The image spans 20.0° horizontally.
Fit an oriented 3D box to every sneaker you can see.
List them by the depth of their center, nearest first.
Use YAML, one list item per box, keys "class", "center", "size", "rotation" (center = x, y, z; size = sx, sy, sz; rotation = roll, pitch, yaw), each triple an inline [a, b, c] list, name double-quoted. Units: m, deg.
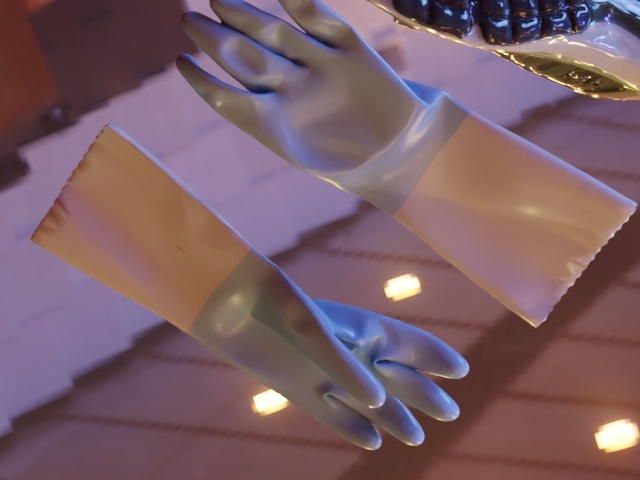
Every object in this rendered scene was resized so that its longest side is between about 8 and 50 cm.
- class: "sneaker"
  center: [0.109, -0.162, 1.097]
  size: [0.182, 0.410, 0.158]
  rotation: [-2, -111, 64]

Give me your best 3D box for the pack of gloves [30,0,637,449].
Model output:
- class: "pack of gloves"
  center: [0.000, 0.000, 0.869]
  size: [0.195, 0.232, 0.046]
  rotation: [-53, -170, 28]
